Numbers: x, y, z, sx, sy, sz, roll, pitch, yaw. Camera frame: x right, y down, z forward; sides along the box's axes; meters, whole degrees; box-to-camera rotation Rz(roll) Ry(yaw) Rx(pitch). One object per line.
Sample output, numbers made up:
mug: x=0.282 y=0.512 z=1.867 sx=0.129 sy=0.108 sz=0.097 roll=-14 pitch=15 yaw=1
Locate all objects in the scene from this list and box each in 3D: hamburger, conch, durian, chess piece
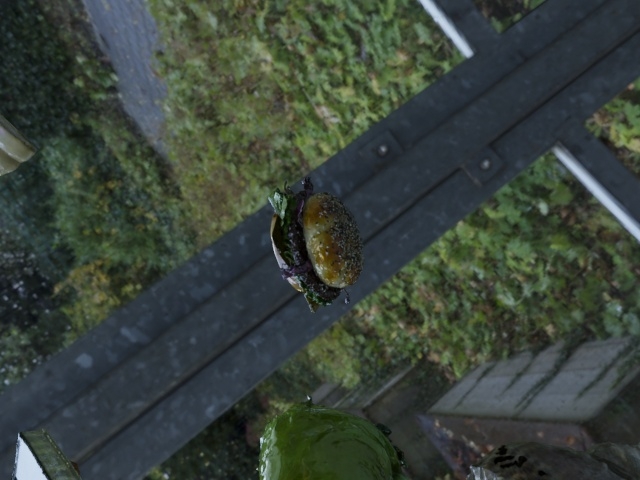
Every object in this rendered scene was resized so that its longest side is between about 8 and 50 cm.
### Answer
hamburger: x=-0.002 y=-0.001 z=0.912 sx=0.189 sy=0.093 sz=0.164 roll=50 pitch=-150 yaw=-41
conch: x=0.227 y=0.257 z=0.612 sx=0.130 sy=0.207 sz=0.155 roll=87 pitch=163 yaw=-74
durian: x=0.033 y=0.357 z=0.812 sx=0.256 sy=0.204 sz=0.339 roll=27 pitch=-160 yaw=-9
chess piece: x=-0.431 y=-0.066 z=0.755 sx=0.090 sy=0.200 sz=0.090 roll=44 pitch=173 yaw=6

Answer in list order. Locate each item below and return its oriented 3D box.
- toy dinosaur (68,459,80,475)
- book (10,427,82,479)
toy dinosaur: x=-0.315 y=0.385 z=0.919 sx=0.162 sy=0.126 sz=0.039 roll=26 pitch=-165 yaw=6
book: x=-0.230 y=0.367 z=0.594 sx=0.043 sy=0.260 sz=0.371 roll=7 pitch=-172 yaw=-39
